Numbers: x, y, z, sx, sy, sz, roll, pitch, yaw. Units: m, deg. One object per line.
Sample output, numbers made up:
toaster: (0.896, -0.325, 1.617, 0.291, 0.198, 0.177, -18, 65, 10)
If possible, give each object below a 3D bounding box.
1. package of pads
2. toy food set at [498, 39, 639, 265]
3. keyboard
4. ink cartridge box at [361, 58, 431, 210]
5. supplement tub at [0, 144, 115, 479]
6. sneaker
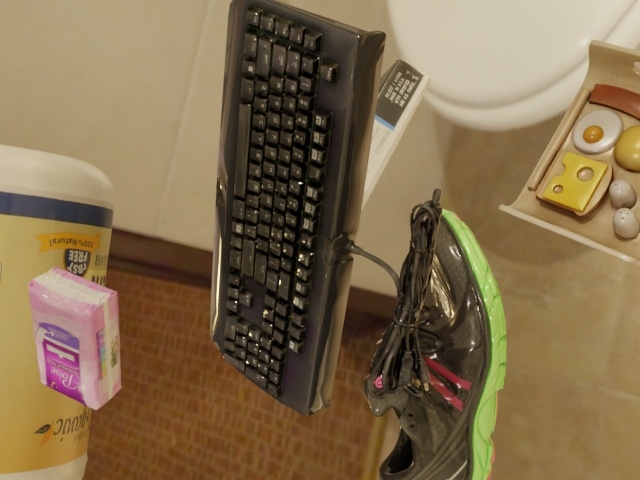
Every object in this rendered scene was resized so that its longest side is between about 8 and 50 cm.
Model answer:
package of pads: (-0.151, 0.060, 0.564, 0.050, 0.032, 0.083, 21, 128, 20)
toy food set: (0.421, -0.133, 1.321, 0.219, 0.092, 0.306, 25, 80, 34)
keyboard: (0.000, 0.000, 0.650, 0.201, 0.033, 0.317, 24, 126, 26)
ink cartridge box: (0.006, -0.047, 0.875, 0.206, 0.045, 0.208, -61, 9, -30)
supplement tub: (-0.286, 0.088, 0.699, 0.228, 0.228, 0.316, 4, 87, 47)
sneaker: (0.169, 0.193, 1.408, 0.185, 0.202, 0.483, -115, 26, -78)
